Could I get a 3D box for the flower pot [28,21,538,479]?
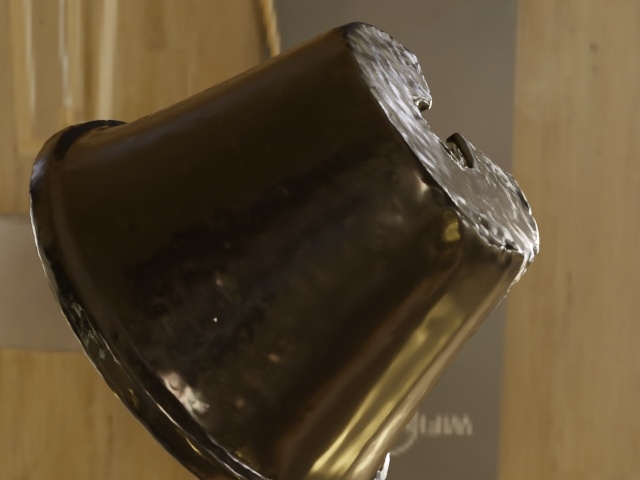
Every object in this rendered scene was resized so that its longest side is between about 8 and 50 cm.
[{"bbox_3d":[0.000,0.000,0.949,0.251,0.379,0.379,-36,171,20],"label":"flower pot"}]
